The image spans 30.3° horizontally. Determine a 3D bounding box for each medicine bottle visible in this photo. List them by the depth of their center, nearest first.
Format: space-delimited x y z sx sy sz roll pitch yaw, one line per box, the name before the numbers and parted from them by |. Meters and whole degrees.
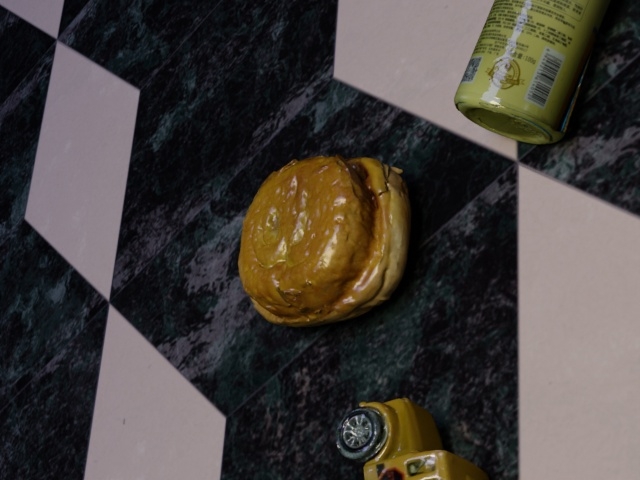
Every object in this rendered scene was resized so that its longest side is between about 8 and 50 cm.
medicine bottle | 0.237 -0.229 1.259 0.124 0.124 0.239 17 83 50

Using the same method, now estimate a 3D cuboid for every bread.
bread | -0.001 0.003 1.391 0.236 0.120 0.198 -16 61 43

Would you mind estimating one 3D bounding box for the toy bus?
toy bus | 0.106 0.310 1.119 0.123 0.121 0.335 -23 54 28
